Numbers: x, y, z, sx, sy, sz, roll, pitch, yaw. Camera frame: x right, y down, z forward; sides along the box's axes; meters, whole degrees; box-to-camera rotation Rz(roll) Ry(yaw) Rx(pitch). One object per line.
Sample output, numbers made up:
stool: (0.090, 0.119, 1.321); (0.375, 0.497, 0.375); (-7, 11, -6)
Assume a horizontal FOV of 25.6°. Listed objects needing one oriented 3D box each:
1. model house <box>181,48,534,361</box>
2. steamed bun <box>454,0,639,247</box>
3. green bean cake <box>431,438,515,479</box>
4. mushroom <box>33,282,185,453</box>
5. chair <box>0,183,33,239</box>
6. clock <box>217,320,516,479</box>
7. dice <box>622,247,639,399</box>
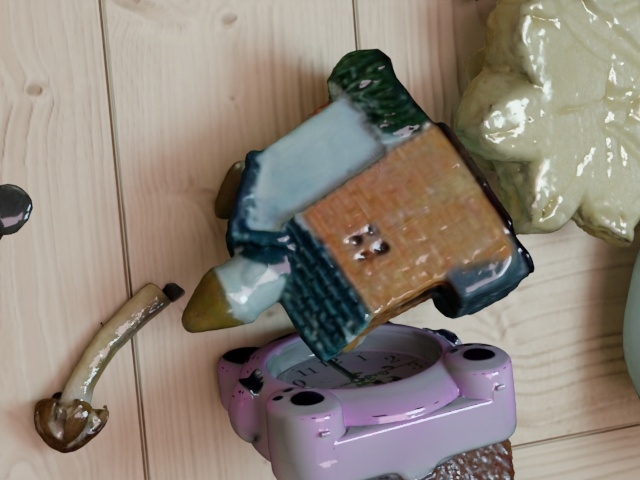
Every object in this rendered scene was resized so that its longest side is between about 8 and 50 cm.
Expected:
model house: (0.000, 0.000, 1.250); (0.291, 0.184, 0.253); (-29, 79, -12)
steamed bun: (0.245, -0.138, 1.391); (0.292, 0.137, 0.295); (-24, 111, -24)
green bean cake: (0.087, 0.261, 1.319); (0.097, 0.198, 0.232); (39, 74, -23)
mushroom: (-0.188, 0.108, 1.265); (0.060, 0.061, 0.187); (38, 75, -16)
chair: (-0.406, 0.168, 0.950); (0.362, 0.410, 0.364); (6, 77, -14)
clock: (0.030, 0.136, 1.252); (0.228, 0.248, 0.090); (-11, 105, -22)
dice: (0.484, 0.078, 1.407); (0.265, 0.262, 0.268); (1, 105, -37)
